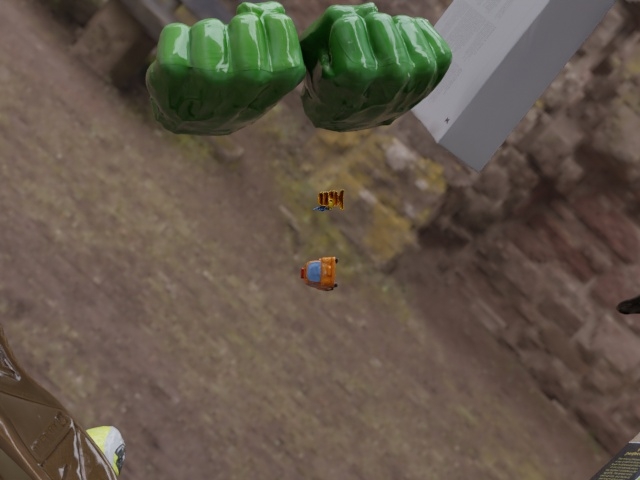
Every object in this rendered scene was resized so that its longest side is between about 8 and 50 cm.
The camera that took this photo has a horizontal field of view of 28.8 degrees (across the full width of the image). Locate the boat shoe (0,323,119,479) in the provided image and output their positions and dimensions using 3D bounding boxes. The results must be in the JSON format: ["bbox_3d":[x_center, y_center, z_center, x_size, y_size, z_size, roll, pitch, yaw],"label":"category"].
[{"bbox_3d":[-0.304,0.120,0.981,0.342,0.123,0.123,51,20,-6],"label":"boat shoe"}]

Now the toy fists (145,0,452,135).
[{"bbox_3d":[-0.018,-0.157,1.123,0.279,0.096,0.142,-2,-8,-19],"label":"toy fists"}]

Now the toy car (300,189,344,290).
[{"bbox_3d":[0.000,0.000,1.388,0.040,0.122,0.060,2,9,-8],"label":"toy car"}]

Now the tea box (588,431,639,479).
[{"bbox_3d":[0.535,0.458,1.813,0.329,0.323,0.220,-7,-66,59],"label":"tea box"}]

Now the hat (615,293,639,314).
[{"bbox_3d":[0.448,0.048,1.137,0.134,0.331,0.331,68,17,12],"label":"hat"}]

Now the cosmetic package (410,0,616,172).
[{"bbox_3d":[0.285,-0.321,1.911,0.097,0.377,0.284,32,15,-22],"label":"cosmetic package"}]

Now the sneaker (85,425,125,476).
[{"bbox_3d":[-0.407,0.294,1.442,0.145,0.384,0.147,-11,-79,63],"label":"sneaker"}]
